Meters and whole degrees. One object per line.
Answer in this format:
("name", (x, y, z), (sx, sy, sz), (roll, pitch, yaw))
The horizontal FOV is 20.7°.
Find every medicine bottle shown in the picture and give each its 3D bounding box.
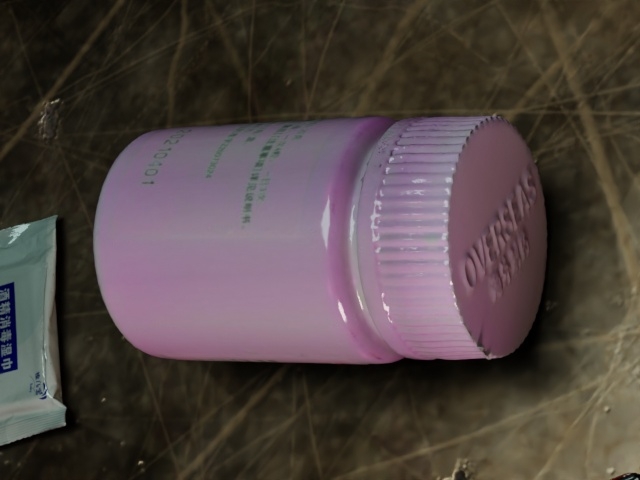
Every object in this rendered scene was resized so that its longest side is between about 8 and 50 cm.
("medicine bottle", (0.000, 0.000, 1.262), (0.291, 0.178, 0.178), (-2, 73, 30))

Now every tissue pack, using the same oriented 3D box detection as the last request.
("tissue pack", (-0.269, 0.080, 1.484), (0.123, 0.026, 0.193), (-18, 65, 24))

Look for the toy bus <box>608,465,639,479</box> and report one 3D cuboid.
("toy bus", (0.184, 0.205, 1.135), (0.195, 0.089, 0.081), (-26, 63, 22))
